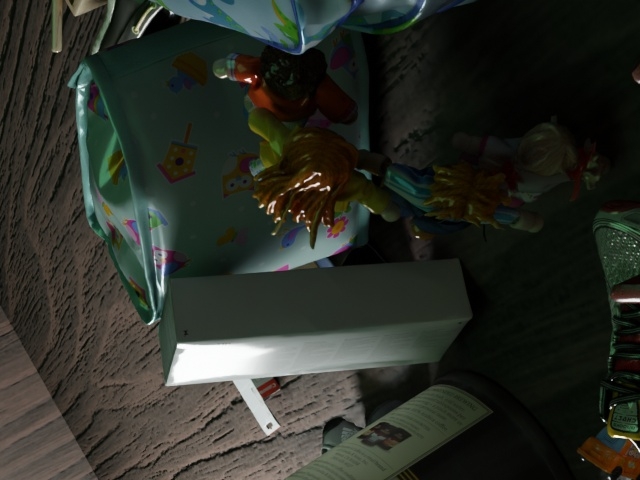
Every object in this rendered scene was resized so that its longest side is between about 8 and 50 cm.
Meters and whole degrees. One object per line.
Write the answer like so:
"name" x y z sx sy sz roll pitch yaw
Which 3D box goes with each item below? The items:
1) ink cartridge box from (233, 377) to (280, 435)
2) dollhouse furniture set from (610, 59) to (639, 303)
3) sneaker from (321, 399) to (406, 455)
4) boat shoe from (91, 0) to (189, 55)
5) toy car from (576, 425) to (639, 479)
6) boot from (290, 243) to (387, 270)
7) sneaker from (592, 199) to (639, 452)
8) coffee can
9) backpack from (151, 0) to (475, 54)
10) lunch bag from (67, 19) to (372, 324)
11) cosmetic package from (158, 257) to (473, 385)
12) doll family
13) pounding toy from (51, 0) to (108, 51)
"ink cartridge box" -0.076 0.175 1.589 0.115 0.029 0.063 57 156 7
"dollhouse furniture set" 0.228 0.016 0.607 0.201 0.152 0.374 52 149 21
"sneaker" 0.042 0.211 1.327 0.132 0.086 0.229 46 153 37
"boat shoe" -0.176 -0.195 1.319 0.069 0.081 0.228 57 154 20
"toy car" 0.231 0.162 0.929 0.041 0.060 0.122 -65 23 7
"boot" 0.000 0.000 1.209 0.219 0.082 0.106 55 142 2
"sneaker" 0.217 0.080 0.816 0.088 0.092 0.225 3 118 63
"coffee can" 0.056 0.263 1.112 0.201 0.275 0.202 45 152 32
"backpack" -0.009 -0.243 0.771 0.355 0.273 0.290 20 128 39
"lunch bag" -0.078 -0.087 1.061 0.160 0.223 0.262 56 158 35
"cosmetic package" -0.007 0.065 1.071 0.099 0.239 0.061 117 146 -62
"doll family" 0.049 -0.038 0.834 0.163 0.262 0.118 146 139 -81
"pounding toy" -0.246 -0.286 1.335 0.130 0.100 0.141 61 156 2
